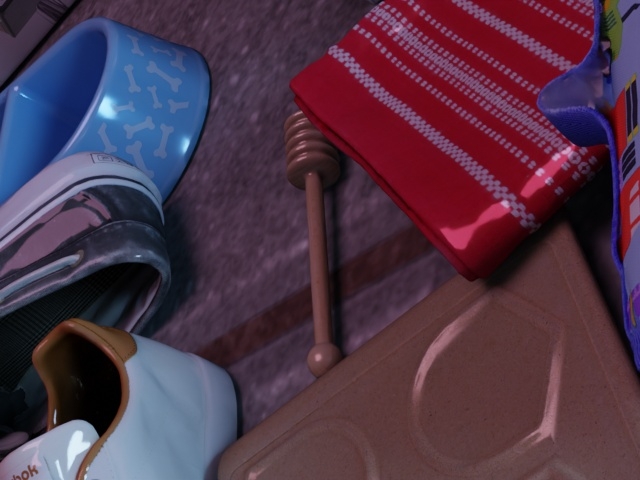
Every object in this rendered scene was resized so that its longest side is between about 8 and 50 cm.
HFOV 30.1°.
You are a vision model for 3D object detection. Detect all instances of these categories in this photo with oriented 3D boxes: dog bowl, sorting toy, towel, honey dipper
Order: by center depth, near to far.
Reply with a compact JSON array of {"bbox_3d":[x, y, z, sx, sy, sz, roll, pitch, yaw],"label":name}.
[{"bbox_3d":[0.079,0.092,0.448,0.307,0.041,0.229,-39,36,25],"label":"sorting toy"},{"bbox_3d":[0.116,-0.124,0.535,0.275,0.031,0.199,-45,37,7],"label":"towel"},{"bbox_3d":[0.000,0.000,0.619,0.030,0.030,0.161,-33,46,33],"label":"honey dipper"},{"bbox_3d":[-0.204,-0.051,0.868,0.297,0.074,0.166,-32,43,33],"label":"dog bowl"}]

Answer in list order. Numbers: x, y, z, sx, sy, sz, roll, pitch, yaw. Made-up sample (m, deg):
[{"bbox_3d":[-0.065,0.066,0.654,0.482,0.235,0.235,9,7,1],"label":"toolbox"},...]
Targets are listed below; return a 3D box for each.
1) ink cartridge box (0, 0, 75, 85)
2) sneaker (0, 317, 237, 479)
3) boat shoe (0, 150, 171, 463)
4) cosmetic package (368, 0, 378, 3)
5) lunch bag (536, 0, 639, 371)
[{"bbox_3d":[-0.274,-0.300,1.102,0.273,0.114,0.198,-42,38,23],"label":"ink cartridge box"},{"bbox_3d":[-0.101,0.162,0.541,0.106,0.123,0.290,-37,41,25],"label":"sneaker"},{"bbox_3d":[-0.223,0.087,0.746,0.335,0.121,0.119,-47,35,15],"label":"boat shoe"},{"bbox_3d":[0.057,-0.348,0.694,0.366,0.155,0.197,-52,36,7],"label":"cosmetic package"},{"bbox_3d":[0.188,-0.090,0.345,0.293,0.138,0.221,-24,48,36],"label":"lunch bag"}]
